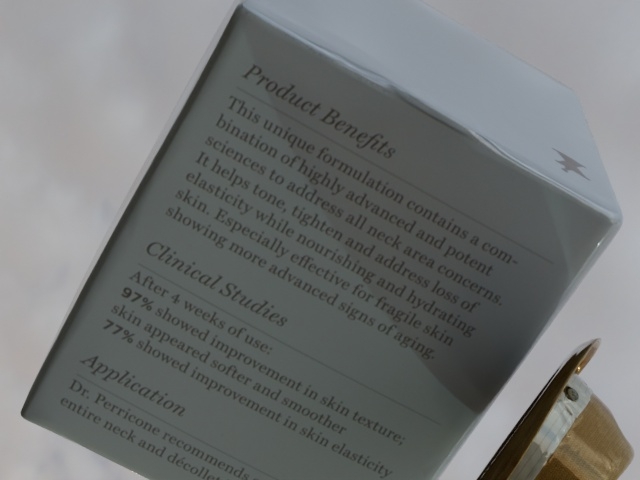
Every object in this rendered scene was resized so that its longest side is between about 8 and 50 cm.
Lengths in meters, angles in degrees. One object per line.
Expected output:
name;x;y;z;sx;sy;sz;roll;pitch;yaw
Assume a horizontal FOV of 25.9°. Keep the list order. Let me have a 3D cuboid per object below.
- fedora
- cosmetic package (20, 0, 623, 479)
fedora;0.166;0.159;0.982;0.079;0.194;0.194;37;-42;10
cosmetic package;0.000;0.000;1.196;0.329;0.327;0.394;29;-68;-8
